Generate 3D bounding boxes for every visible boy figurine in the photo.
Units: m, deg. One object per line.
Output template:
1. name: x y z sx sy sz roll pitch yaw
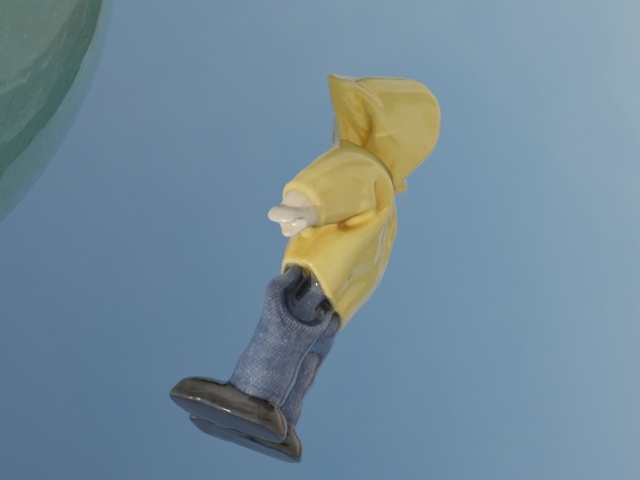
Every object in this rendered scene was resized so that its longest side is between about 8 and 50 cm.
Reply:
1. boy figurine: 0.000 0.000 0.781 0.177 0.092 0.285 64 -135 -65

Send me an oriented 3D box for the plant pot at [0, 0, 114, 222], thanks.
1. plant pot: -0.213 -0.148 0.574 0.290 0.195 0.290 37 -143 -34
